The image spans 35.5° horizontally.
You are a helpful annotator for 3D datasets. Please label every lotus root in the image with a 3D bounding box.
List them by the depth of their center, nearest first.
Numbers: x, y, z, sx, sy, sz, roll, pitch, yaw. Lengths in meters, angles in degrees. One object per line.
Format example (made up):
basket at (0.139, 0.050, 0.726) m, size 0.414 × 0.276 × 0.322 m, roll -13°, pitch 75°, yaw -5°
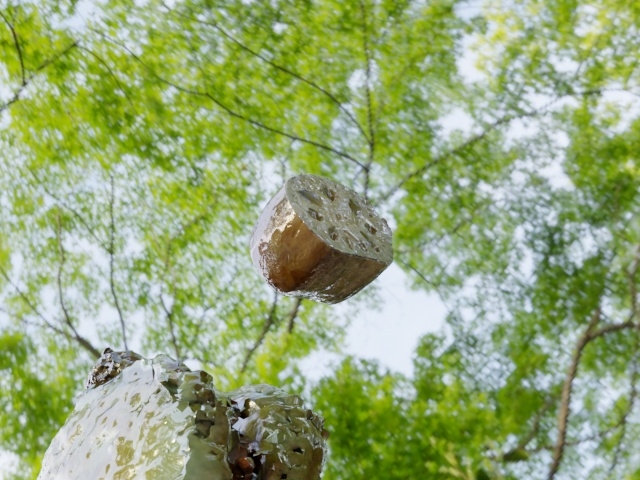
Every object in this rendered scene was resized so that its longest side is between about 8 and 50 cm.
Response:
lotus root at (-0.001, -0.002, 0.898) m, size 0.122 × 0.112 × 0.081 m, roll 13°, pitch -47°, yaw -39°

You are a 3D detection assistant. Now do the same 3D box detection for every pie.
pie at (-0.155, 0.300, 0.805) m, size 0.180 × 0.395 × 0.418 m, roll 26°, pitch -106°, yaw -24°
